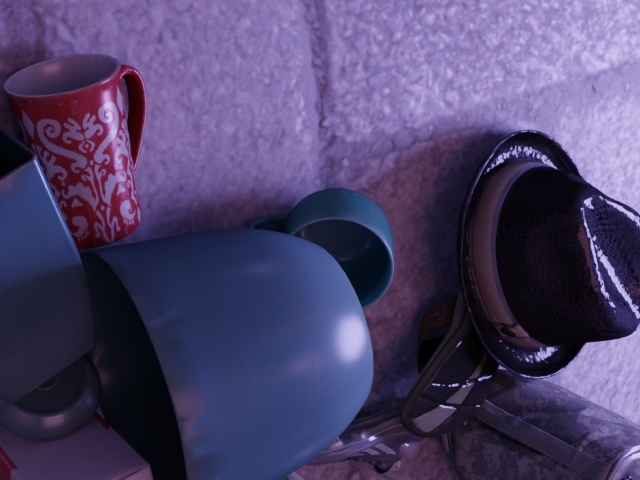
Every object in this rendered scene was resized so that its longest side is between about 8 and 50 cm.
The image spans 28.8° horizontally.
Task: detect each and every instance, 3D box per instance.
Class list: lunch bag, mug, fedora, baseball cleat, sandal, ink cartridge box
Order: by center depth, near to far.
[{"bbox_3d":[-0.223,-0.092,1.245,0.150,0.113,0.169,-21,120,-24],"label":"mug"},{"bbox_3d":[-0.244,0.333,1.315,0.117,0.207,0.283,-22,117,-27],"label":"ink cartridge box"},{"bbox_3d":[0.009,-0.003,1.420,0.157,0.097,0.129,41,114,-19],"label":"mug"},{"bbox_3d":[0.316,0.021,1.557,0.334,0.152,0.334,-4,95,-47],"label":"fedora"},{"bbox_3d":[0.061,0.266,1.572,0.205,0.072,0.110,-15,115,-27],"label":"baseball cleat"},{"bbox_3d":[0.178,0.115,1.595,0.120,0.086,0.303,47,62,-43],"label":"sandal"},{"bbox_3d":[0.323,0.300,1.616,0.213,0.305,0.256,-54,129,-9],"label":"lunch bag"}]

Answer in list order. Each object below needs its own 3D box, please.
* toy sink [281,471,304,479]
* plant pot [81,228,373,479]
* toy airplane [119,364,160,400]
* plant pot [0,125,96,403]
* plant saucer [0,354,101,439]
[{"bbox_3d":[-0.092,0.325,1.445,0.234,0.152,0.131,-4,108,-31],"label":"toy sink"},{"bbox_3d":[-0.088,0.120,1.279,0.235,0.293,0.293,-16,114,-23],"label":"plant pot"},{"bbox_3d":[-0.172,0.198,1.424,0.151,0.028,0.151,-11,111,-30],"label":"toy airplane"},{"bbox_3d":[-0.321,0.028,1.192,0.165,0.165,0.234,-36,128,-18],"label":"plant pot"},{"bbox_3d":[-0.285,0.147,1.285,0.119,0.119,0.021,-19,152,-26],"label":"plant saucer"}]
